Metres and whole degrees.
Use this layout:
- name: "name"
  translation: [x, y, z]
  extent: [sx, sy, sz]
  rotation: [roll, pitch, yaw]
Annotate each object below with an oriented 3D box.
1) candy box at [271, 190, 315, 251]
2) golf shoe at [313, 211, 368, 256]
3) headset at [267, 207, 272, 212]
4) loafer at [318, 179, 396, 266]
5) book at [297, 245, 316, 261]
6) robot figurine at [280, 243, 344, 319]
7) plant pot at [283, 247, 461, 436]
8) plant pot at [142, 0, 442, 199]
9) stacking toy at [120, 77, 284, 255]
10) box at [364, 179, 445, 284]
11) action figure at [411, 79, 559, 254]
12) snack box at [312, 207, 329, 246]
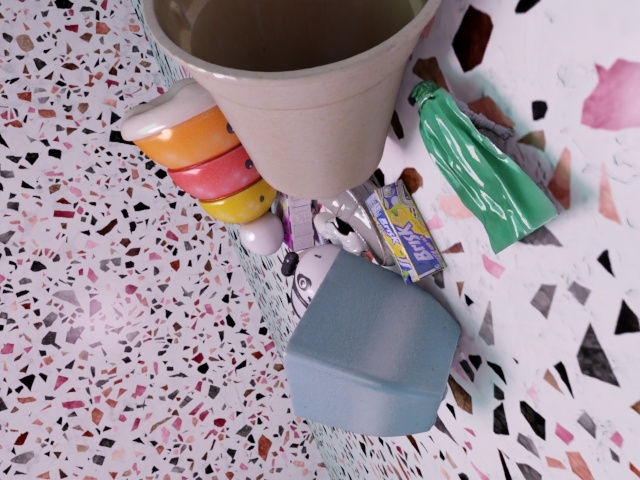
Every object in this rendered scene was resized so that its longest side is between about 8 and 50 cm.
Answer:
- name: "candy box"
  translation: [-0.084, -0.105, 1.199]
  extent: [0.159, 0.071, 0.233]
  rotation: [-141, 42, -57]
- name: "golf shoe"
  translation: [0.042, -0.035, 0.978]
  extent: [0.176, 0.069, 0.086]
  rotation: [35, 159, 42]
- name: "headset"
  translation: [-0.259, -0.184, 1.377]
  extent: [0.243, 0.185, 0.393]
  rotation: [50, -160, -55]
- name: "loafer"
  translation: [0.049, -0.084, 0.843]
  extent: [0.319, 0.112, 0.112]
  rotation: [61, 161, 17]
- name: "book"
  translation: [-0.052, 0.055, 1.309]
  extent: [0.035, 0.096, 0.144]
  rotation: [64, 162, 8]
- name: "robot figurine"
  translation: [0.012, 0.121, 1.084]
  extent: [0.278, 0.209, 0.173]
  rotation: [108, 158, -63]
- name: "plant pot"
  translation: [0.108, 0.208, 0.798]
  extent: [0.253, 0.247, 0.247]
  rotation: [16, 139, 17]
- name: "plant pot"
  translation: [-0.017, -0.225, 0.609]
  extent: [0.333, 0.334, 0.305]
  rotation: [57, 170, 27]
- name: "stacking toy"
  translation: [-0.215, -0.167, 1.093]
  extent: [0.351, 0.351, 0.479]
  rotation: [35, 155, 58]
- name: "box"
  translation: [0.143, -0.014, 0.751]
  extent: [0.168, 0.059, 0.054]
  rotation: [65, 162, 6]
- name: "action figure"
  translation: [0.183, -0.104, 0.530]
  extent: [0.232, 0.064, 0.137]
  rotation: [58, 162, 13]
- name: "snack box"
  translation: [0.000, 0.000, 1.219]
  extent: [0.178, 0.022, 0.064]
  rotation: [67, 160, 0]
